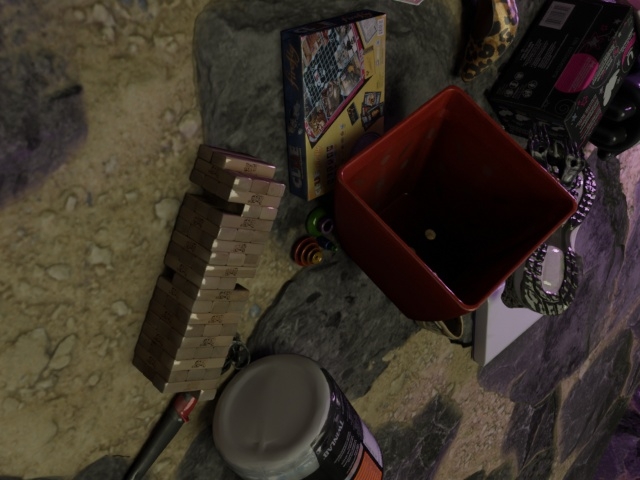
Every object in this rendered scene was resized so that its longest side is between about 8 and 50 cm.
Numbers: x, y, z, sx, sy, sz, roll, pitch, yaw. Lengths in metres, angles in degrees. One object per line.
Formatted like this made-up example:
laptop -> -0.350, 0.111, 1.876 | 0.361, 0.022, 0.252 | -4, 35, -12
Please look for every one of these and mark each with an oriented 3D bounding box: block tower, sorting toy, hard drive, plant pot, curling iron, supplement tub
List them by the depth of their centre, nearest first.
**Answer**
block tower -> -0.153, 0.049, 0.941 | 0.097, 0.091, 0.335 | 6, 106, -47
curling iron -> -0.198, 0.256, 1.053 | 0.274, 0.035, 0.068 | -53, 139, -11
plant pot -> 0.174, -0.026, 1.098 | 0.267, 0.267, 0.235 | -38, 170, -25
sorting toy -> 0.000, 0.000, 1.110 | 0.061, 0.042, 0.102 | 27, 91, -50
supplement tub -> -0.018, 0.351, 1.162 | 0.207, 0.207, 0.338 | -46, 138, -17
hard drive -> 0.482, 0.138, 1.693 | 0.319, 0.040, 0.210 | -30, 131, -32

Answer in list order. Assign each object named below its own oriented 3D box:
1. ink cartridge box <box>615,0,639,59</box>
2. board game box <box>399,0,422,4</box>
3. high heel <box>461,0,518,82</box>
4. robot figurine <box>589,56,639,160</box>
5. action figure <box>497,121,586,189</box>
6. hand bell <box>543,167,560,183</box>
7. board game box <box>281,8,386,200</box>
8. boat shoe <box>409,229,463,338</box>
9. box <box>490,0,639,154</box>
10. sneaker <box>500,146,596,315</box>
ink cartridge box -> 0.694, -0.396, 1.324 | 0.171, 0.168, 0.232 | -28, 113, 20
board game box -> 0.029, -0.497, 0.793 | 0.390, 0.050, 0.390 | 0, 112, -34
high heel -> 0.241, -0.397, 1.136 | 0.186, 0.093, 0.261 | 13, 116, -26
robot figurine -> 0.684, -0.298, 1.562 | 0.278, 0.209, 0.173 | -25, 84, -35
action figure -> 0.370, -0.136, 1.303 | 0.164, 0.276, 0.140 | 15, 78, -12
hand bell -> 0.291, -0.130, 1.186 | 0.126, 0.242, 0.126 | -25, 128, -35
board game box -> 0.024, -0.197, 1.024 | 0.165, 0.042, 0.243 | -26, 129, -35
boat shoe -> 0.220, 0.080, 1.348 | 0.104, 0.089, 0.285 | -44, 136, -19
box -> 0.464, -0.313, 1.325 | 0.247, 0.163, 0.142 | -58, 142, -5
sneaker -> 0.463, -0.027, 1.523 | 0.158, 0.182, 0.410 | 25, 70, -14
